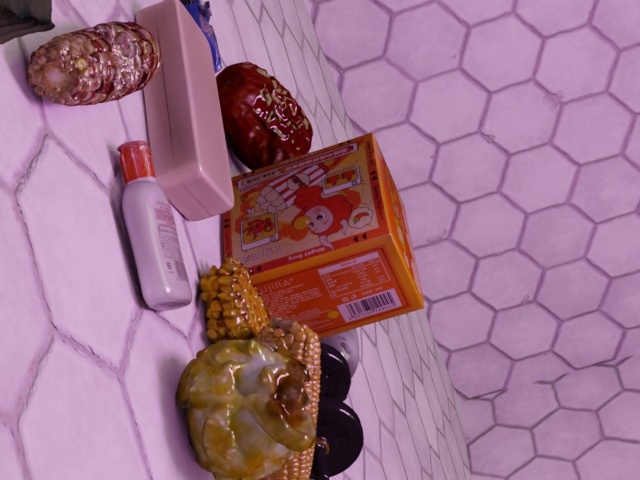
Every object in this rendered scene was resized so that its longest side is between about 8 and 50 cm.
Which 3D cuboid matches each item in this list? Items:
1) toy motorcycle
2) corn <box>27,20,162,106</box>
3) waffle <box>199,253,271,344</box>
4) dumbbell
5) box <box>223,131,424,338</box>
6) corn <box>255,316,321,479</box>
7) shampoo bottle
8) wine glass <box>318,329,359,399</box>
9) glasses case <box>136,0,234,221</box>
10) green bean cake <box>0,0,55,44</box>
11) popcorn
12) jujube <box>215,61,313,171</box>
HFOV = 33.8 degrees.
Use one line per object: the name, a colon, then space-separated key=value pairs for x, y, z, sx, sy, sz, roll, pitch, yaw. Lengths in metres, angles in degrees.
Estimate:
toy motorcycle: x=-0.215 y=-0.360 z=1.852 sx=0.114 sy=0.076 sz=0.205 roll=71 pitch=5 yaw=-59
corn: x=-0.273 y=-0.218 z=1.289 sx=0.290 sy=0.098 sz=0.098 roll=-58 pitch=130 yaw=-75
waffle: x=-0.121 y=0.125 z=1.583 sx=0.197 sy=0.070 sz=0.193 roll=-92 pitch=161 yaw=-61
dumbbell: x=-0.014 y=0.263 z=1.643 sx=0.325 sy=0.143 sz=0.143 roll=-102 pitch=170 yaw=-60
box: x=0.000 y=0.000 z=1.788 sx=0.214 sy=0.283 sz=0.260 roll=63 pitch=14 yaw=-45
corn: x=-0.054 y=0.255 z=1.477 sx=0.101 sy=0.101 sz=0.292 roll=-9 pitch=105 yaw=-79
shampoo bottle: x=-0.219 y=-0.021 z=1.360 sx=0.108 sy=0.051 sz=0.221 roll=25 pitch=48 yaw=-74
wine glass: x=0.019 y=0.216 z=1.997 sx=0.204 sy=0.111 sz=0.111 roll=-74 pitch=145 yaw=-65
glasses case: x=-0.209 y=-0.203 z=1.616 sx=0.144 sy=0.076 sz=0.337 roll=53 pitch=23 yaw=-58
green bean cake: x=-0.346 y=-0.296 z=0.984 sx=0.222 sy=0.124 sz=0.227 roll=-10 pitch=85 yaw=-81
popcorn: x=-0.082 y=0.216 z=1.328 sx=0.198 sy=0.212 sz=0.198 roll=10 pitch=75 yaw=-43
jujube: x=-0.112 y=-0.224 z=1.945 sx=0.230 sy=0.155 sz=0.155 roll=51 pitch=24 yaw=-47
